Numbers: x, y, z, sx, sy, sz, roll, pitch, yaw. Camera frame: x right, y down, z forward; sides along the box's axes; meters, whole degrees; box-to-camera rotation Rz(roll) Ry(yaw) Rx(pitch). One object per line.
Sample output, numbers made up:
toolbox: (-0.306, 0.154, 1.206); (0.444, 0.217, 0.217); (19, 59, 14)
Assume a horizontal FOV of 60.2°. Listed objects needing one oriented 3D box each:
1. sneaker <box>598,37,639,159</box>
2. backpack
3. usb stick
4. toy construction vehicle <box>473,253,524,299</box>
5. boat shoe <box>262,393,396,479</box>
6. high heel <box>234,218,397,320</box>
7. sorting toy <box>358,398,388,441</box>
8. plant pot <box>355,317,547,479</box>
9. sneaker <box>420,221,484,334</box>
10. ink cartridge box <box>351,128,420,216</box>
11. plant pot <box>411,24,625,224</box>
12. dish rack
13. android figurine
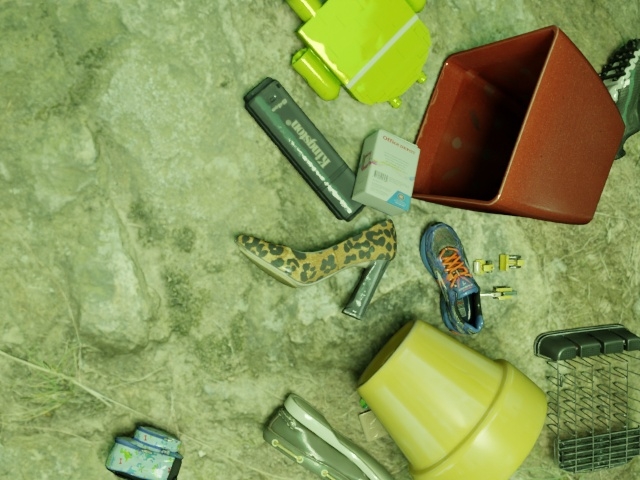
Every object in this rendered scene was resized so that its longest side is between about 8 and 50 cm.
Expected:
sneaker: (0.569, -0.256, 1.041); (0.106, 0.078, 0.234); (21, 94, -14)
backpack: (-0.285, 0.351, 0.905); (0.114, 0.105, 0.084); (18, 68, -11)
usb stick: (-0.020, -0.153, 0.948); (0.077, 0.045, 0.278); (-42, 99, -7)
toy construction vehicle: (0.337, 0.069, 1.036); (0.098, 0.035, 0.086); (1, 93, -11)
boat shoe: (0.035, 0.399, 0.967); (0.305, 0.109, 0.091); (41, 86, -5)
high heel: (0.000, 0.000, 0.951); (0.261, 0.093, 0.186); (28, 78, -10)
sorting toy: (0.102, 0.324, 1.020); (0.062, 0.012, 0.083); (-19, 100, -4)
plant pot: (0.199, 0.268, 0.932); (0.239, 0.254, 0.254); (41, 86, 6)
sneaker: (0.248, 0.070, 0.993); (0.083, 0.087, 0.221); (-23, 98, -9)
ink cartridge box: (0.114, -0.116, 0.950); (0.088, 0.052, 0.123); (21, 71, -22)
plant pot: (0.331, -0.154, 0.922); (0.235, 0.267, 0.267); (20, 90, -24)
dish rack: (0.529, 0.310, 1.073); (0.208, 0.074, 0.272); (-5, 96, -9)
android figurine: (0.074, -0.345, 0.929); (0.273, 0.056, 0.248); (41, 95, -23)
